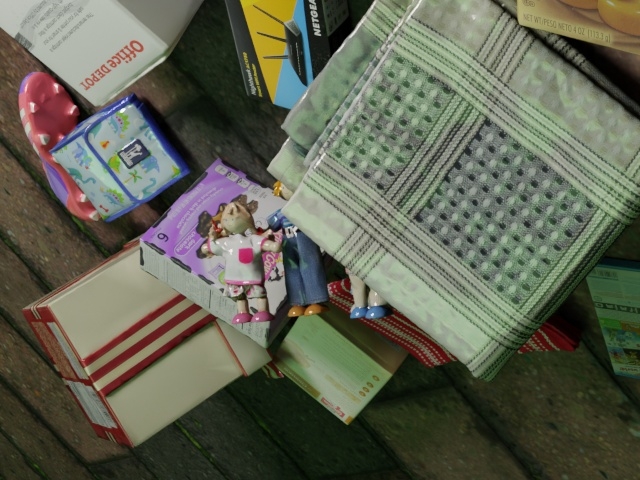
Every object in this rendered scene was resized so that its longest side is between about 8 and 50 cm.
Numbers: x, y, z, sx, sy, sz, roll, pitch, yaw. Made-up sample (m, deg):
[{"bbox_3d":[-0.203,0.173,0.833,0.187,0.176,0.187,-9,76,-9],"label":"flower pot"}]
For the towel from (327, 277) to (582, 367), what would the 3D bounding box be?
[{"bbox_3d":[0.145,0.088,1.442,0.199,0.031,0.275,33,154,-26],"label":"towel"}]

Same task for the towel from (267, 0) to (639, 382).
[{"bbox_3d":[0.124,-0.072,1.164,0.324,0.056,0.312,43,121,12],"label":"towel"}]

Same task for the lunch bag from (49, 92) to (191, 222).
[{"bbox_3d":[-0.258,-0.112,1.632,0.151,0.096,0.129,-24,111,35],"label":"lunch bag"}]

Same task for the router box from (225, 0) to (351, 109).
[{"bbox_3d":[-0.031,-0.218,1.314,0.133,0.046,0.179,20,141,29],"label":"router box"}]

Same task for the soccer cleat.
[{"bbox_3d":[-0.369,-0.129,1.732,0.095,0.083,0.248,17,143,39],"label":"soccer cleat"}]

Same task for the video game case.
[{"bbox_3d":[0.350,0.089,1.313,0.119,0.015,0.166,8,134,39],"label":"video game case"}]

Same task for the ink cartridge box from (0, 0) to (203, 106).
[{"bbox_3d":[-0.286,-0.299,1.379,0.273,0.114,0.197,41,148,-18],"label":"ink cartridge box"}]

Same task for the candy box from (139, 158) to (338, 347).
[{"bbox_3d":[-0.097,0.013,1.538,0.196,0.165,0.070,31,147,15],"label":"candy box"}]

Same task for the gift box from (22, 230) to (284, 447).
[{"bbox_3d":[-0.215,0.124,1.674,0.255,0.258,0.276,62,157,-12],"label":"gift box"}]

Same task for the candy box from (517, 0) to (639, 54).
[{"bbox_3d":[0.240,-0.291,0.920,0.183,0.087,0.316,21,142,30],"label":"candy box"}]

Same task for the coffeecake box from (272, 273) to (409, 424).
[{"bbox_3d":[0.027,0.150,1.659,0.142,0.068,0.185,38,147,4],"label":"coffeecake box"}]

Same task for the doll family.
[{"bbox_3d":[0.000,0.000,1.363,0.263,0.118,0.163,-5,93,36],"label":"doll family"}]
